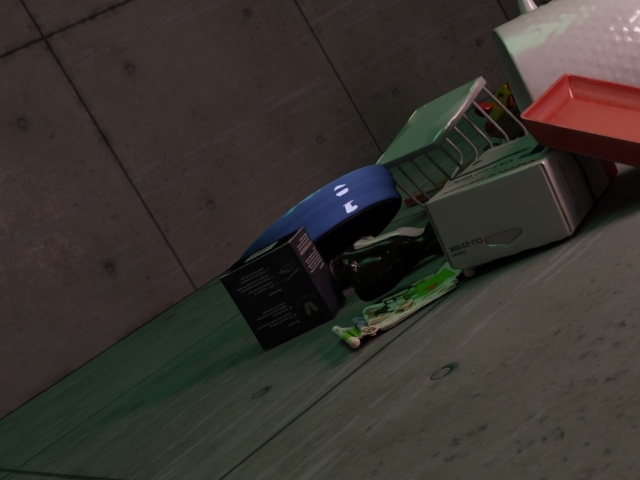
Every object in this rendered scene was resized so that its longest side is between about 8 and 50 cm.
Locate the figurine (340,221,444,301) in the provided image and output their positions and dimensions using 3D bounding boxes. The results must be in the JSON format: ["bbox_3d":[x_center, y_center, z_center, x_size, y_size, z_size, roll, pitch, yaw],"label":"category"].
[{"bbox_3d":[0.158,0.011,1.602,0.209,0.092,0.215,-24,2,13],"label":"figurine"}]

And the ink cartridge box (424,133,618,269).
[{"bbox_3d":[0.304,-0.077,1.435,0.197,0.114,0.273,-20,11,35],"label":"ink cartridge box"}]

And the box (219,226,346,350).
[{"bbox_3d":[-0.065,0.086,1.707,0.156,0.158,0.093,-27,9,22],"label":"box"}]

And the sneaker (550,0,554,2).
[{"bbox_3d":[0.608,-0.563,2.253,0.211,0.080,0.081,-27,4,35],"label":"sneaker"}]

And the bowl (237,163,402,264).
[{"bbox_3d":[0.000,0.000,1.932,0.391,0.077,0.391,-35,-13,-9],"label":"bowl"}]

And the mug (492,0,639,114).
[{"bbox_3d":[0.490,-0.359,1.701,0.327,0.374,0.276,-24,-10,9],"label":"mug"}]

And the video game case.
[{"bbox_3d":[0.350,-0.164,2.343,0.204,0.025,0.285,-34,7,-31],"label":"video game case"}]

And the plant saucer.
[{"bbox_3d":[0.435,-0.161,1.351,0.258,0.048,0.259,16,29,22],"label":"plant saucer"}]

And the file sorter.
[{"bbox_3d":[0.285,-0.197,2.101,0.193,0.173,0.277,-53,14,-20],"label":"file sorter"}]

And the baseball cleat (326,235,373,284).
[{"bbox_3d":[0.065,0.049,1.872,0.109,0.072,0.206,-38,-2,-12],"label":"baseball cleat"}]

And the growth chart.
[{"bbox_3d":[0.122,0.092,1.441,0.237,0.021,0.172,-30,7,-13],"label":"growth chart"}]

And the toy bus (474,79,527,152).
[{"bbox_3d":[0.436,-0.305,2.160,0.202,0.105,0.191,-14,-29,22],"label":"toy bus"}]
